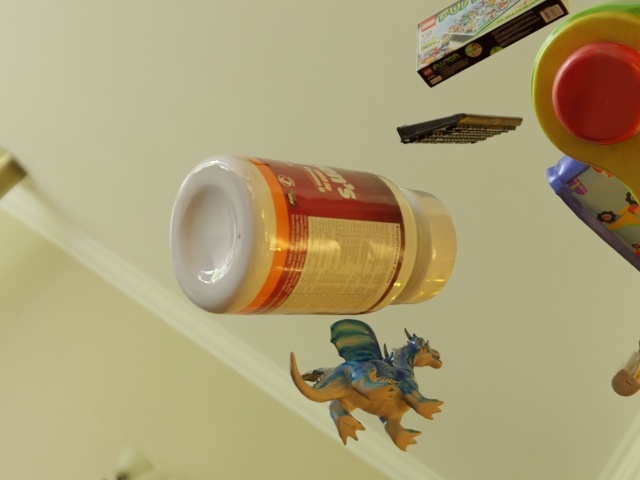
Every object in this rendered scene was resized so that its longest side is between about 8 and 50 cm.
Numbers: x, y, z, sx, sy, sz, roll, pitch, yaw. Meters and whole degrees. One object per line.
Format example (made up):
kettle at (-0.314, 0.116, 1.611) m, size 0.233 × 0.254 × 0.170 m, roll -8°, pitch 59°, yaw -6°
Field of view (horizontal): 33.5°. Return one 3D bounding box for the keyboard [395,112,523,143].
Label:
keyboard at (0.147, -0.120, 1.185) m, size 0.108 × 0.180 × 0.023 m, roll -9°, pitch -91°, yaw 32°

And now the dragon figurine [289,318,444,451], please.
dragon figurine at (0.036, 0.143, 1.141) m, size 0.289 × 0.085 × 0.144 m, roll 16°, pitch 24°, yaw -40°

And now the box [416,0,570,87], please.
box at (0.221, -0.290, 1.393) m, size 0.207 × 0.114 × 0.036 m, roll -26°, pitch -53°, yaw 27°

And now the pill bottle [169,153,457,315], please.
pill bottle at (0.000, 0.000, 0.854) m, size 0.221 × 0.121 × 0.121 m, roll 3°, pitch 5°, yaw -42°

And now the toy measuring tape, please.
toy measuring tape at (0.204, -0.052, 0.767) m, size 0.121 × 0.121 × 0.330 m, roll 20°, pitch -63°, yaw 38°

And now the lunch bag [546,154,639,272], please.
lunch bag at (0.352, -0.067, 0.945) m, size 0.293 × 0.221 × 0.138 m, roll 29°, pitch 31°, yaw -42°
